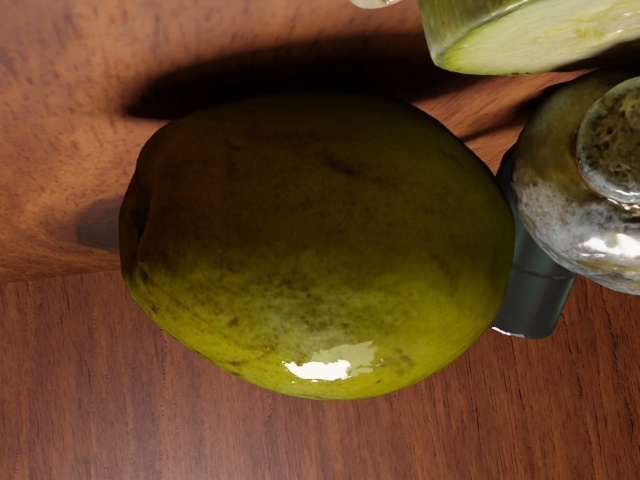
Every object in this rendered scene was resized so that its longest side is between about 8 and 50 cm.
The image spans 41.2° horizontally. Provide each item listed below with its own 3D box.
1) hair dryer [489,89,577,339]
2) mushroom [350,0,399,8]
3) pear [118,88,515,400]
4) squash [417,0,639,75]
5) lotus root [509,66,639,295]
[{"bbox_3d":[0.185,-0.071,0.938,0.116,0.244,0.302,6,-158,-30],"label":"hair dryer"},{"bbox_3d":[0.016,-0.122,0.312,0.084,0.067,0.083,-10,169,-2],"label":"mushroom"},{"bbox_3d":[0.000,0.000,0.680,0.307,0.252,0.253,10,169,-20],"label":"pear"},{"bbox_3d":[0.185,-0.141,0.480,0.252,0.048,0.252,-8,176,-1],"label":"squash"},{"bbox_3d":[0.254,-0.036,0.683,0.175,0.175,0.349,-10,166,27],"label":"lotus root"}]
